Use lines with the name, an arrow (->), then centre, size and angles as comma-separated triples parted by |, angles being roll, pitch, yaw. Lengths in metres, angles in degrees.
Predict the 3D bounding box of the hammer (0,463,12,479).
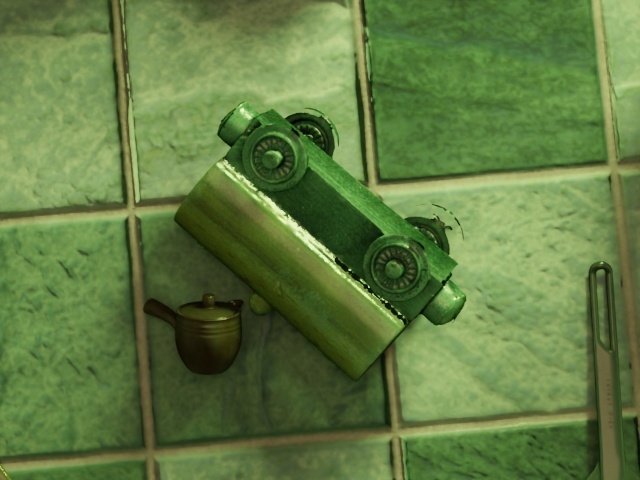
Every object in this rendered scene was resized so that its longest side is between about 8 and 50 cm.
hammer -> -0.350, 0.199, 1.902 | 0.062, 0.013, 0.199 | -37, 85, -4

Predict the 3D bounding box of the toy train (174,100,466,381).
toy train -> 0.001, -0.001, 1.886 | 0.307, 0.126, 0.189 | 41, 117, 5

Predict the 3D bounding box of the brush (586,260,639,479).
brush -> 0.291, 0.153, 1.899 | 0.062, 0.027, 0.266 | -1, 79, 0

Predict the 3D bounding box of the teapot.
teapot -> -0.126, 0.086, 1.901 | 0.110, 0.085, 0.080 | 11, 108, 30
